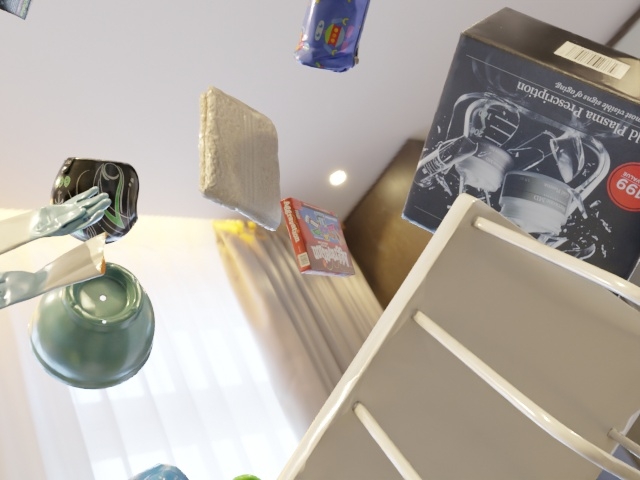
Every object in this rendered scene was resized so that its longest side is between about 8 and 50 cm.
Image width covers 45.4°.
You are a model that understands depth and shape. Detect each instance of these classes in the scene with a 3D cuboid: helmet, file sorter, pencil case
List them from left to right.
[{"bbox_3d":[-0.434,-0.072,1.475,0.169,0.161,0.169,4,-1,0],"label":"helmet"},{"bbox_3d":[0.045,-0.475,1.495,0.133,0.119,0.306,18,-67,2],"label":"pencil case"},{"bbox_3d":[0.109,0.153,0.412,0.193,0.173,0.278,32,-88,-22],"label":"file sorter"}]

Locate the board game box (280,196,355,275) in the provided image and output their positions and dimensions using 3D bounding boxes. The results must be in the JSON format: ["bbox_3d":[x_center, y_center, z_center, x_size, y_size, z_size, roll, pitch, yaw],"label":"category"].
[{"bbox_3d":[0.000,0.000,1.552,0.027,0.145,0.281,-19,-10,17],"label":"board game box"}]

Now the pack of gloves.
[{"bbox_3d":[-0.413,0.022,1.159,0.232,0.195,0.046,-18,-44,11],"label":"pack of gloves"}]

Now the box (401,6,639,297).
[{"bbox_3d":[0.339,-0.117,1.112,0.179,0.343,0.312,-40,-29,-48],"label":"box"}]

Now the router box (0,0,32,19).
[{"bbox_3d":[-0.335,-0.288,0.787,0.092,0.038,0.122,20,-22,-24],"label":"router box"}]

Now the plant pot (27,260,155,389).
[{"bbox_3d":[-0.513,0.171,1.770,0.293,0.293,0.196,-8,-32,-31],"label":"plant pot"}]

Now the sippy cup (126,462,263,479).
[{"bbox_3d":[-0.163,0.359,0.769,0.240,0.224,0.305,-33,0,5],"label":"sippy cup"}]

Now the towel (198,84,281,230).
[{"bbox_3d":[-0.163,-0.167,1.526,0.187,0.282,0.049,26,-44,-36],"label":"towel"}]
